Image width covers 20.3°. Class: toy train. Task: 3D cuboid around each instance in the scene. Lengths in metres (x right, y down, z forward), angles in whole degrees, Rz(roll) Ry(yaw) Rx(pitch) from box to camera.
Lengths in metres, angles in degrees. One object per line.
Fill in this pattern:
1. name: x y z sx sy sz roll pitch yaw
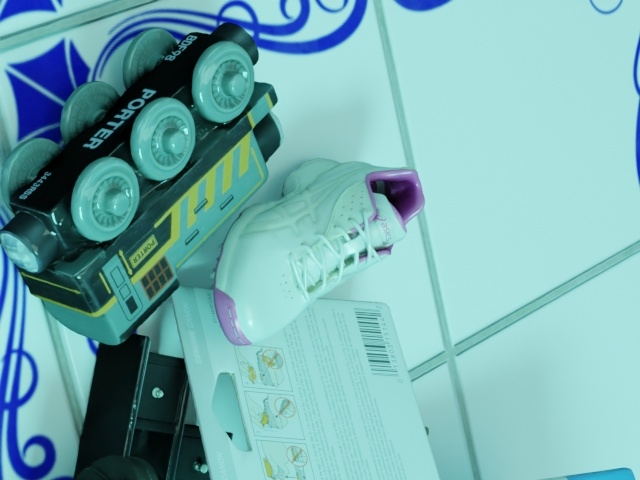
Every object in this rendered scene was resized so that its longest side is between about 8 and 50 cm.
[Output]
1. toy train: -0.161 -0.059 1.677 0.334 0.142 0.190 -48 135 -31

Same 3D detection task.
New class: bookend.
1. bookend: -0.147 0.179 1.743 0.157 0.072 0.156 16 82 -43

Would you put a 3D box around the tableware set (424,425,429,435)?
1. tableware set: 0.046 0.248 1.952 0.194 0.039 0.128 25 65 -47

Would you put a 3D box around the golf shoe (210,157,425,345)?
1. golf shoe: 0.000 0.000 1.771 0.306 0.140 0.115 -51 129 -49

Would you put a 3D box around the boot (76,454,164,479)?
1. boot: -0.142 0.354 1.685 0.260 0.131 0.348 5 116 -38

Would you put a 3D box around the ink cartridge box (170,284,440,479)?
1. ink cartridge box: -0.019 0.187 1.757 0.261 0.066 0.296 7 50 -29

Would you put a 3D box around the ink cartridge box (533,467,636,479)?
1. ink cartridge box: 0.170 0.415 1.851 0.394 0.166 0.286 -4 63 -26
